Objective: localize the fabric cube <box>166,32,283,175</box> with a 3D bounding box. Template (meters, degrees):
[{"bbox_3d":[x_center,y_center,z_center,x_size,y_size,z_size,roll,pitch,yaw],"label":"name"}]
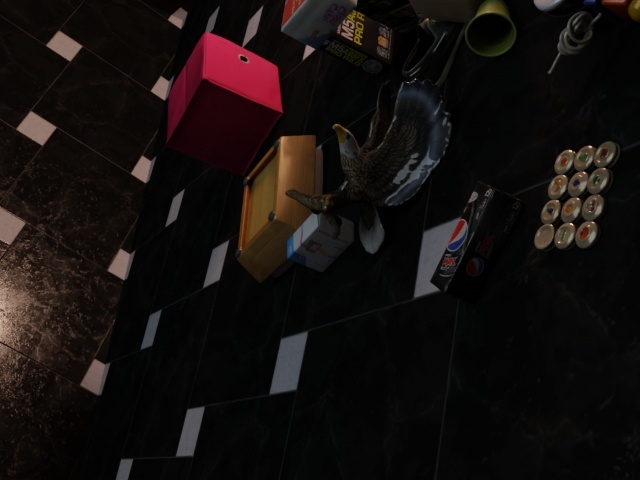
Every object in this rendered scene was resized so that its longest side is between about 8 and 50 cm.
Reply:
[{"bbox_3d":[-0.281,-0.395,2.346,0.259,0.254,0.258,-52,28,32],"label":"fabric cube"}]

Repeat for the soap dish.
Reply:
[{"bbox_3d":[-0.096,-0.080,1.866,0.229,0.118,0.291,-43,36,44],"label":"soap dish"}]

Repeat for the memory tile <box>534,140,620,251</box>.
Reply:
[{"bbox_3d":[0.336,-0.057,1.069,0.113,0.012,0.148,-5,67,64],"label":"memory tile"}]

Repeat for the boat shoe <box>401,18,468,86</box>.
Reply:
[{"bbox_3d":[0.223,-0.397,1.511,0.233,0.079,0.084,-68,22,-2],"label":"boat shoe"}]

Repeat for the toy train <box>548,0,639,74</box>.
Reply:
[{"bbox_3d":[0.407,-0.300,1.032,0.248,0.105,0.143,-62,38,15],"label":"toy train"}]

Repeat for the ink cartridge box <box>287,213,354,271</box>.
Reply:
[{"bbox_3d":[0.000,0.000,1.633,0.122,0.088,0.052,-47,31,39],"label":"ink cartridge box"}]

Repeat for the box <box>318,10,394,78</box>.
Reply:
[{"bbox_3d":[0.062,-0.512,1.770,0.060,0.216,0.270,-35,39,50],"label":"box"}]

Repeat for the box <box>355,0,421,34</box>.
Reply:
[{"bbox_3d":[0.142,-0.482,1.615,0.191,0.184,0.045,5,74,66],"label":"box"}]

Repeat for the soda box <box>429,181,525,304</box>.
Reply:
[{"bbox_3d":[0.228,0.004,1.187,0.169,0.060,0.053,-65,23,8],"label":"soda box"}]

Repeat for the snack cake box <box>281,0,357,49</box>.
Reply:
[{"bbox_3d":[0.008,-0.534,1.603,0.152,0.089,0.264,-33,42,50],"label":"snack cake box"}]

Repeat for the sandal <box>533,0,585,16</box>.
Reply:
[{"bbox_3d":[0.377,-0.388,1.197,0.102,0.076,0.265,-41,14,32],"label":"sandal"}]

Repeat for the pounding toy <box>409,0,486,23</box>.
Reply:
[{"bbox_3d":[0.284,-0.476,1.425,0.206,0.094,0.181,17,74,33],"label":"pounding toy"}]

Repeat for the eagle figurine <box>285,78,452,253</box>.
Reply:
[{"bbox_3d":[0.099,-0.149,1.489,0.298,0.225,0.226,-42,66,-11],"label":"eagle figurine"}]

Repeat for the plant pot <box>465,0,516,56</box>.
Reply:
[{"bbox_3d":[0.288,-0.365,1.358,0.083,0.083,0.079,-44,22,44],"label":"plant pot"}]
